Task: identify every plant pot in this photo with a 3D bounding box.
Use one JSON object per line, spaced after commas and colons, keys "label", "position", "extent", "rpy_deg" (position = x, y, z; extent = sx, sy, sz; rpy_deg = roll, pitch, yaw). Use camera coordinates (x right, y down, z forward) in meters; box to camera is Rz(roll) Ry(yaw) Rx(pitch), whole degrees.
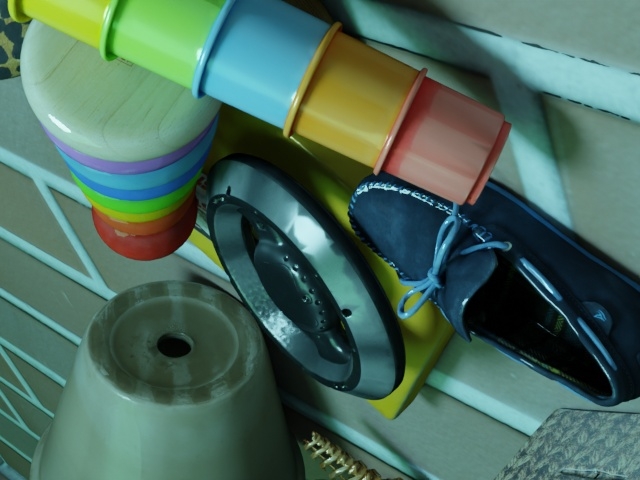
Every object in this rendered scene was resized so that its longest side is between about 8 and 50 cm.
{"label": "plant pot", "position": [-0.164, 0.206, 1.594], "extent": [0.323, 0.323, 0.280], "rpy_deg": [34, 137, 27]}

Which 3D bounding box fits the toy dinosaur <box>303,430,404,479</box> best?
{"label": "toy dinosaur", "position": [0.090, 0.325, 1.560], "extent": [0.218, 0.164, 0.322], "rpy_deg": [-12, 102, 48]}

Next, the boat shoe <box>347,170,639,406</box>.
{"label": "boat shoe", "position": [0.119, 0.023, 0.983], "extent": [0.258, 0.089, 0.109], "rpy_deg": [25, 128, 28]}

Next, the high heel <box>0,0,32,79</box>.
{"label": "high heel", "position": [-0.243, -0.251, 1.042], "extent": [0.093, 0.186, 0.261], "rpy_deg": [20, 147, 49]}

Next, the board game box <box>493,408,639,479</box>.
{"label": "board game box", "position": [0.285, 0.283, 1.090], "extent": [0.291, 0.141, 0.232], "rpy_deg": [52, 157, -15]}

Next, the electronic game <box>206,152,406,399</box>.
{"label": "electronic game", "position": [-0.015, 0.031, 1.136], "extent": [0.229, 0.048, 0.229], "rpy_deg": [43, 155, 25]}

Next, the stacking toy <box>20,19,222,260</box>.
{"label": "stacking toy", "position": [-0.139, -0.072, 1.100], "extent": [0.141, 0.141, 0.330], "rpy_deg": [42, 164, 10]}

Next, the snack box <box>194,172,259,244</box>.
{"label": "snack box", "position": [-0.073, -0.011, 1.248], "extent": [0.178, 0.022, 0.064], "rpy_deg": [35, 151, 24]}

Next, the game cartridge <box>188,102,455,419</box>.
{"label": "game cartridge", "position": [0.000, 0.000, 1.238], "extent": [0.285, 0.053, 0.323], "rpy_deg": [41, 155, 10]}

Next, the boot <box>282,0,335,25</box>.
{"label": "boot", "position": [-0.041, -0.188, 0.928], "extent": [0.264, 0.096, 0.280], "rpy_deg": [13, 146, 41]}

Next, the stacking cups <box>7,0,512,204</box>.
{"label": "stacking cups", "position": [-0.037, -0.108, 0.903], "extent": [0.316, 0.096, 0.096], "rpy_deg": [28, 156, 1]}
